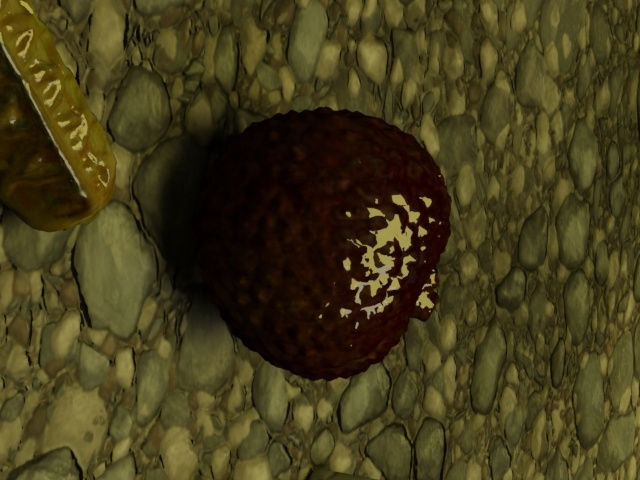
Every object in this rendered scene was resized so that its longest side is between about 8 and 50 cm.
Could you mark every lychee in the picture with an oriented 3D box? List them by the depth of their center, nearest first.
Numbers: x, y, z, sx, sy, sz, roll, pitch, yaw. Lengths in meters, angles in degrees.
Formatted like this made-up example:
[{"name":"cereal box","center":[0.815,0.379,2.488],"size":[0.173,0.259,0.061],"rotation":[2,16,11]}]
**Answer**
[{"name":"lychee","center":[0.000,0.000,1.632],"size":[0.260,0.260,0.261],"rotation":[-18,111,-57]}]

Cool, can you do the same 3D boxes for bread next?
[{"name":"bread","center":[-0.239,-0.112,1.348],"size":[0.098,0.087,0.269],"rotation":[-61,142,-34]}]

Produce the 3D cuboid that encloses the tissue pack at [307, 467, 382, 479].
[{"name":"tissue pack","center":[0.019,0.334,1.848],"size":[0.149,0.106,0.099],"rotation":[-60,142,-33]}]
